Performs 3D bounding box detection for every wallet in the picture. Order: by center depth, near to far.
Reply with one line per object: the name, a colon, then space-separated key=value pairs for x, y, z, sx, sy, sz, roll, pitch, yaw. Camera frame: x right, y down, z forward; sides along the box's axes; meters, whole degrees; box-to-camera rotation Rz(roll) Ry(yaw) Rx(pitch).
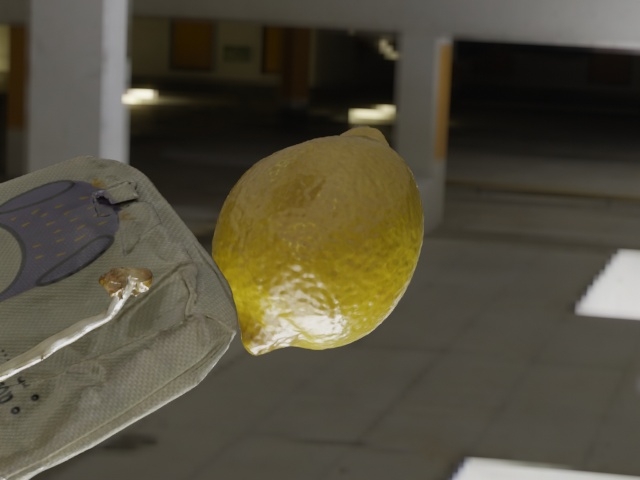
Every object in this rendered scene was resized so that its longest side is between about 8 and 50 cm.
wallet: x=-0.219 y=0.050 z=1.346 sx=0.275 sy=0.068 sz=0.335 roll=-23 pitch=-137 yaw=-19

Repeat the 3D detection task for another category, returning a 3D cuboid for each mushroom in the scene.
mushroom: x=-0.216 y=0.087 z=1.010 sx=0.286 sy=0.028 sz=0.026 roll=-30 pitch=-164 yaw=13

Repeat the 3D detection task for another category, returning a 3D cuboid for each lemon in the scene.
lemon: x=0.000 y=0.000 z=1.589 sx=0.187 sy=0.244 sz=0.187 roll=28 pitch=158 yaw=12
